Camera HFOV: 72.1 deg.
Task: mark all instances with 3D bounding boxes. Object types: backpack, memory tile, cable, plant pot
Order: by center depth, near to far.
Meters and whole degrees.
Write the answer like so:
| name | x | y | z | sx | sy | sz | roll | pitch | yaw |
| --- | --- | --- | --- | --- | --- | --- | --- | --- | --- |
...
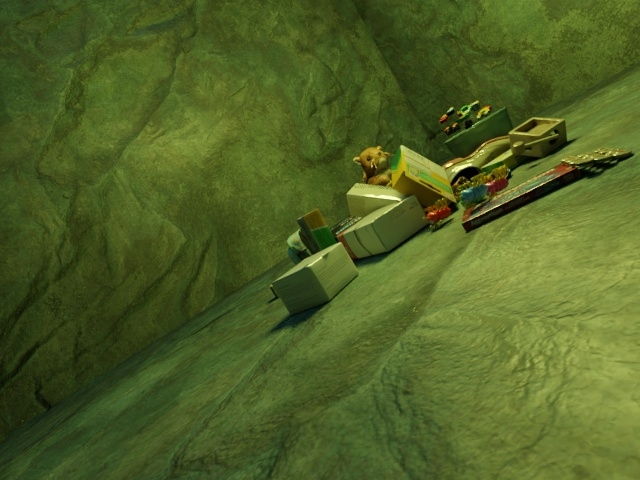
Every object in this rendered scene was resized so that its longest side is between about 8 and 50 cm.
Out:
| name | x | y | z | sx | sy | sz | roll | pitch | yaw |
| --- | --- | --- | --- | --- | --- | --- | --- | --- | --- |
| memory tile | 0.627 | -0.192 | 1.011 | 0.113 | 0.012 | 0.148 | -14 | 11 | 16 |
| cable | 0.571 | -0.207 | 1.529 | 0.151 | 0.047 | 0.184 | -31 | 4 | -6 |
| plant pot | 0.735 | -0.432 | 1.974 | 0.293 | 0.196 | 0.293 | -30 | 5 | 3 |
| backpack | -0.081 | 0.039 | 2.186 | 0.145 | 0.188 | 0.166 | -29 | 6 | 25 |

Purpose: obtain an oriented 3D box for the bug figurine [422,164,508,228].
| name | x | y | z | sx | sy | sz | roll | pitch | yaw |
| --- | --- | --- | --- | --- | --- | --- | --- | --- | --- |
| bug figurine | 0.429 | -0.123 | 1.280 | 0.216 | 0.072 | 0.279 | -24 | -8 | -18 |

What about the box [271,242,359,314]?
| name | x | y | z | sx | sy | sz | roll | pitch | yaw |
| --- | --- | --- | --- | --- | --- | --- | --- | --- | --- |
| box | -0.015 | 0.115 | 1.342 | 0.182 | 0.119 | 0.181 | -27 | 6 | 42 |

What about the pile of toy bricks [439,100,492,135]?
| name | x | y | z | sx | sy | sz | roll | pitch | yaw |
| --- | --- | --- | --- | --- | --- | --- | --- | --- | --- |
| pile of toy bricks | 0.636 | -0.560 | 1.939 | 0.212 | 0.118 | 0.105 | -25 | 26 | 44 |

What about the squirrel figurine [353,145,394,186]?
| name | x | y | z | sx | sy | sz | roll | pitch | yaw |
| --- | --- | --- | --- | --- | --- | --- | --- | --- | --- |
| squirrel figurine | 0.326 | -0.338 | 2.503 | 0.281 | 0.370 | 0.397 | -32 | 4 | -10 |

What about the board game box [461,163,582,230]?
| name | x | y | z | sx | sy | sz | roll | pitch | yaw |
| --- | --- | --- | --- | --- | --- | --- | --- | --- | --- |
| board game box | 0.495 | -0.113 | 1.111 | 0.281 | 0.027 | 0.145 | -29 | 3 | 25 |

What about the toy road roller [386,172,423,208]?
| name | x | y | z | sx | sy | sz | roll | pitch | yaw |
| --- | --- | --- | --- | --- | --- | --- | --- | --- | --- |
| toy road roller | 0.363 | -0.197 | 1.908 | 0.241 | 0.202 | 0.329 | -43 | -4 | 22 |

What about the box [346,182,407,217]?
| name | x | y | z | sx | sy | sz | roll | pitch | yaw |
| --- | --- | --- | --- | --- | --- | --- | --- | --- | --- |
| box | 0.247 | -0.147 | 1.737 | 0.275 | 0.113 | 0.094 | 12 | 43 | 31 |

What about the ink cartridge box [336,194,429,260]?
| name | x | y | z | sx | sy | sz | roll | pitch | yaw |
| --- | --- | --- | --- | --- | --- | --- | --- | --- | --- |
| ink cartridge box | 0.213 | -0.039 | 1.555 | 0.207 | 0.117 | 0.283 | -32 | 4 | -22 |

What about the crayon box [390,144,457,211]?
| name | x | y | z | sx | sy | sz | roll | pitch | yaw |
| --- | --- | --- | --- | --- | --- | --- | --- | --- | --- |
| crayon box | 0.361 | -0.215 | 1.582 | 0.083 | 0.203 | 0.323 | -59 | 9 | 29 |

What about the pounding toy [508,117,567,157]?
| name | x | y | z | sx | sy | sz | roll | pitch | yaw |
| --- | --- | --- | --- | --- | --- | --- | --- | --- | --- |
| pounding toy | 0.729 | -0.324 | 1.482 | 0.206 | 0.094 | 0.181 | -32 | 29 | -16 |

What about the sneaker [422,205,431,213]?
| name | x | y | z | sx | sy | sz | roll | pitch | yaw |
| --- | --- | --- | --- | --- | --- | --- | --- | --- | --- |
| sneaker | 0.429 | -0.129 | 1.683 | 0.057 | 0.047 | 0.119 | -52 | 11 | -28 |

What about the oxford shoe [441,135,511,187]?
| name | x | y | z | sx | sy | sz | roll | pitch | yaw |
| --- | --- | --- | --- | --- | --- | --- | --- | --- | --- |
| oxford shoe | 0.671 | -0.309 | 1.803 | 0.348 | 0.123 | 0.130 | -28 | 31 | 14 |

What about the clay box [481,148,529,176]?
| name | x | y | z | sx | sy | sz | roll | pitch | yaw |
| --- | --- | --- | --- | --- | --- | --- | --- | --- | --- |
| clay box | 0.728 | -0.315 | 1.646 | 0.222 | 0.053 | 0.127 | -31 | 4 | -15 |

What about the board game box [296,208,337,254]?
| name | x | y | z | sx | sy | sz | roll | pitch | yaw |
| --- | --- | --- | --- | --- | --- | --- | --- | --- | --- |
| board game box | 0.000 | 0.000 | 1.747 | 0.064 | 0.242 | 0.316 | -30 | 5 | -6 |

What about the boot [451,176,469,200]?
| name | x | y | z | sx | sy | sz | roll | pitch | yaw |
| --- | --- | --- | --- | --- | --- | --- | --- | --- | --- |
| boot | 0.496 | -0.170 | 1.632 | 0.158 | 0.059 | 0.084 | -41 | -7 | -45 |

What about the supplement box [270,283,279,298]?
| name | x | y | z | sx | sy | sz | roll | pitch | yaw |
| --- | --- | --- | --- | --- | --- | --- | --- | --- | --- |
| supplement box | -0.163 | 0.194 | 1.845 | 0.083 | 0.056 | 0.083 | -31 | 4 | -5 |

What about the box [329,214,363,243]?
| name | x | y | z | sx | sy | sz | roll | pitch | yaw |
| --- | --- | --- | --- | --- | --- | --- | --- | --- | --- |
| box | 0.180 | -0.071 | 2.174 | 0.296 | 0.073 | 0.293 | -33 | 13 | -14 |
